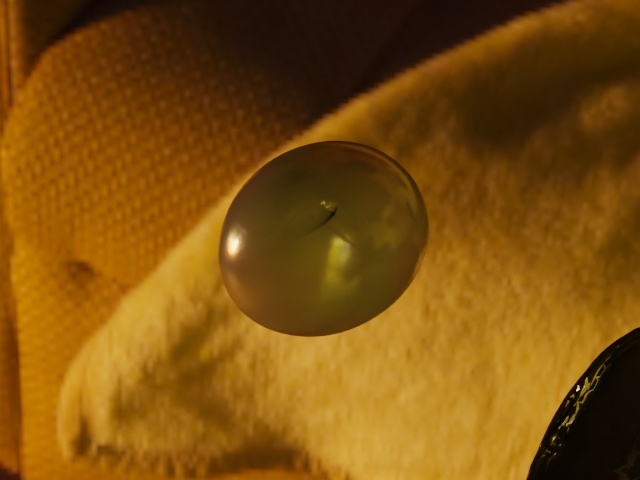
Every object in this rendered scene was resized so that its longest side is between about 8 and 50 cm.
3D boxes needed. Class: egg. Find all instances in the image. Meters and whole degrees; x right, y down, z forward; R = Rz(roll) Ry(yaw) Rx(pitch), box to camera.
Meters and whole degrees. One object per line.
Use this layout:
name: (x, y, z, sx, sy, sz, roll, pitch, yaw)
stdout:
egg: (0.000, 0.000, 1.046, 0.103, 0.135, 0.103, 17, 60, -32)

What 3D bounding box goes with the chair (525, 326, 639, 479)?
chair: (0.344, 0.218, 1.190, 0.401, 0.226, 0.226, 24, 32, -25)
